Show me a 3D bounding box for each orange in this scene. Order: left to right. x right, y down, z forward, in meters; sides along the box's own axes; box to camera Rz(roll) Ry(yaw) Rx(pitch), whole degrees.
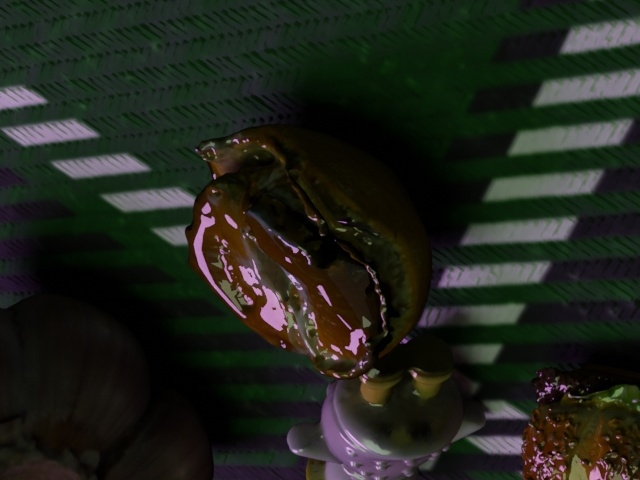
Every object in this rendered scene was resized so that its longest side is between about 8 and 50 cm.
[{"bbox_3d":[0.000,0.000,1.149,0.170,0.112,0.160,58,154,16],"label":"orange"}]

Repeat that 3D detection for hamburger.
[{"bbox_3d":[0.183,0.153,1.161,0.137,0.087,0.166,8,129,32],"label":"hamburger"}]

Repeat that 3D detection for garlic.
[{"bbox_3d":[-0.183,0.114,1.354,0.191,0.214,0.160,-124,33,-61],"label":"garlic"}]

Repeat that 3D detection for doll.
[{"bbox_3d":[0.039,0.127,1.244,0.207,0.129,0.081,107,153,-57],"label":"doll"}]
